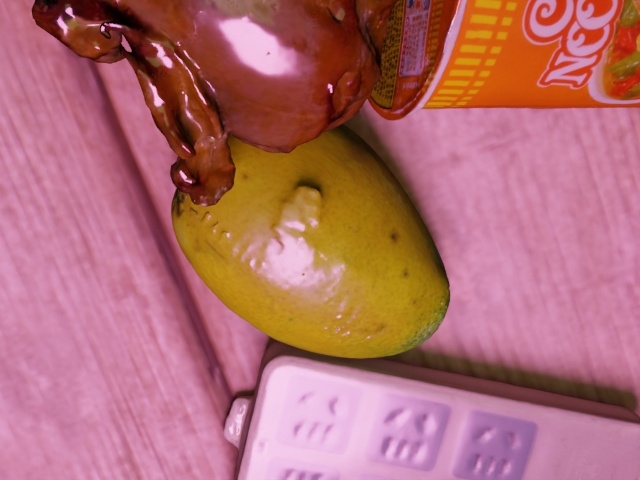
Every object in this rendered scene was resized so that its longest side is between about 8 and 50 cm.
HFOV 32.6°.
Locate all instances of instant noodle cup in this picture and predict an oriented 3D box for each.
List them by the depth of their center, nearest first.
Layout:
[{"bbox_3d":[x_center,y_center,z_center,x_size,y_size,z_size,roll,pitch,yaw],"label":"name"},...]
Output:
[{"bbox_3d":[0.129,-0.134,0.573,0.185,0.168,0.168,5,100,-16],"label":"instant noodle cup"}]

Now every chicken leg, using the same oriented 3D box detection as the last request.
[{"bbox_3d":[-0.089,-0.209,0.543,0.211,0.140,0.361,-36,85,-26],"label":"chicken leg"}]

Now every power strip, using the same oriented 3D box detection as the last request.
[{"bbox_3d":[0.075,0.140,0.670,0.270,0.046,0.118,12,99,-8],"label":"power strip"}]

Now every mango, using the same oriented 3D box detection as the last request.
[{"bbox_3d":[0.000,0.000,0.610,0.178,0.100,0.119,37,93,-18],"label":"mango"}]
